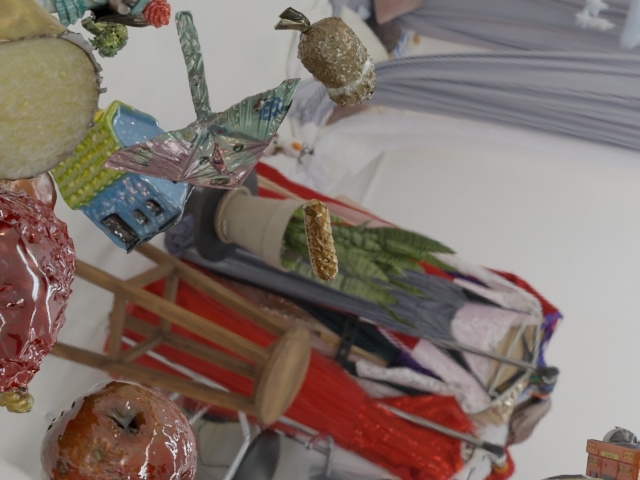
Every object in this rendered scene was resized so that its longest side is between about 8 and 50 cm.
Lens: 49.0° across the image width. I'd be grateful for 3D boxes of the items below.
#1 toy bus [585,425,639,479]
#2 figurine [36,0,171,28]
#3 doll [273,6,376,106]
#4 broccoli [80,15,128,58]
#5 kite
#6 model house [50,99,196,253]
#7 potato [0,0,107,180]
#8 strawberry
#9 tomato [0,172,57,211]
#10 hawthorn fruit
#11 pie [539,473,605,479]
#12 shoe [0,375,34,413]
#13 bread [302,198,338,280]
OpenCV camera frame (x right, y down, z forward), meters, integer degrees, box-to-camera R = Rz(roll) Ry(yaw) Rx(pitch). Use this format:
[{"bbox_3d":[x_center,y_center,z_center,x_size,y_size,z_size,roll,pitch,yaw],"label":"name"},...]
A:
[{"bbox_3d":[0.558,0.374,1.010,0.143,0.329,0.153,141,-38,-76],"label":"toy bus"},{"bbox_3d":[-0.395,-0.431,1.252,0.110,0.245,0.138,117,-36,-66],"label":"figurine"},{"bbox_3d":[0.019,-0.334,1.243,0.105,0.115,0.221,-47,118,-7],"label":"doll"},{"bbox_3d":[-0.423,-0.414,1.384,0.092,0.095,0.097,34,91,-40],"label":"broccoli"},{"bbox_3d":[-0.075,-0.075,0.437,0.137,0.005,0.153,-25,145,-4],"label":"kite"},{"bbox_3d":[-0.454,-0.165,1.606,0.303,0.237,0.216,47,35,-24],"label":"model house"},{"bbox_3d":[-0.464,-0.250,0.922,0.300,0.237,0.289,-21,154,-38],"label":"potato"},{"bbox_3d":[-0.491,0.043,1.039,0.295,0.317,0.345,-55,-179,36],"label":"strawberry"},{"bbox_3d":[-0.569,-0.082,1.290,0.214,0.155,0.181,171,-91,-76],"label":"tomato"},{"bbox_3d":[-0.344,0.373,1.202,0.262,0.258,0.258,59,33,-5],"label":"hawthorn fruit"},{"bbox_3d":[0.285,0.395,0.744,0.077,0.338,0.339,-78,180,-70],"label":"pie"},{"bbox_3d":[-0.566,0.274,1.303,0.072,0.069,0.109,-82,-175,-85],"label":"shoe"},{"bbox_3d":[0.000,0.000,1.231,0.044,0.052,0.157,-28,125,-28],"label":"bread"}]
